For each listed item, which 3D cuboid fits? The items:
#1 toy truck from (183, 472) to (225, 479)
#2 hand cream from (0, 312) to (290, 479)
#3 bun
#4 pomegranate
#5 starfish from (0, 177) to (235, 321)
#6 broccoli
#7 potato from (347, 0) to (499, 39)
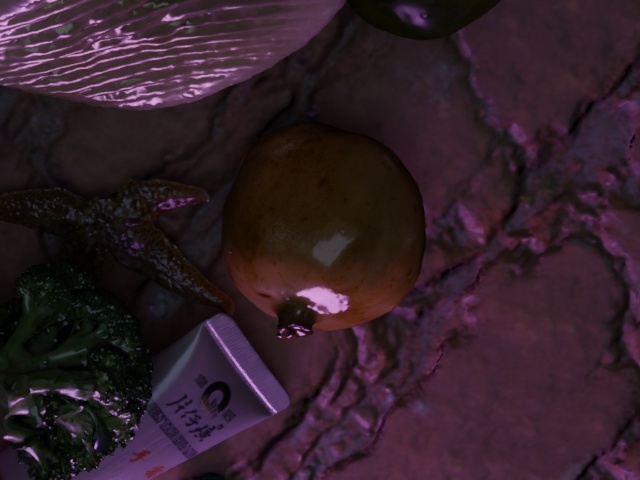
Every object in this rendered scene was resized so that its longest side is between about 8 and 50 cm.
[{"bbox_3d":[-0.114,0.265,1.686,0.044,0.039,0.083,1,105,-15],"label":"toy truck"},{"bbox_3d":[-0.186,0.187,1.645,0.314,0.089,0.140,-33,127,5],"label":"hand cream"},{"bbox_3d":[-0.147,-0.257,1.371,0.349,0.352,0.227,-12,70,-5],"label":"bun"},{"bbox_3d":[0.000,0.000,1.537,0.196,0.196,0.196,0,106,0],"label":"pomegranate"},{"bbox_3d":[-0.206,0.012,1.612,0.247,0.050,0.138,-4,107,8],"label":"starfish"},{"bbox_3d":[-0.233,0.116,1.539,0.195,0.156,0.195,21,123,36],"label":"broccoli"},{"bbox_3d":[0.093,-0.296,1.475,0.186,0.148,0.253,12,100,-31],"label":"potato"}]
